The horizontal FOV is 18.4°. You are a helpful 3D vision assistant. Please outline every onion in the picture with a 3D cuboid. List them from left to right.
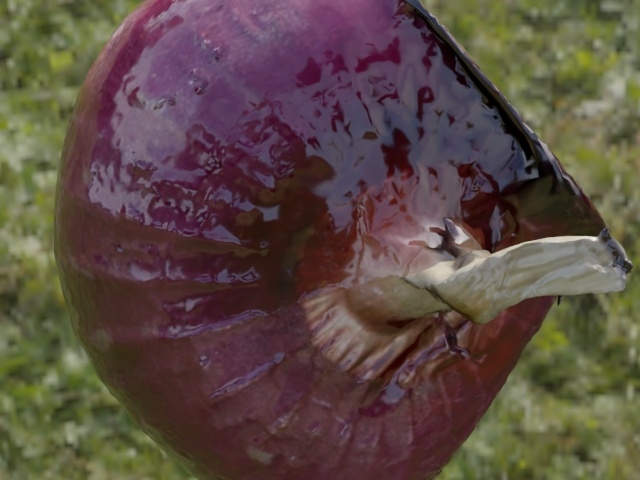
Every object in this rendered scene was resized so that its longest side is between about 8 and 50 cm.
[{"bbox_3d":[-0.010,-0.003,0.916,0.230,0.272,0.256,-41,78,8],"label":"onion"}]
